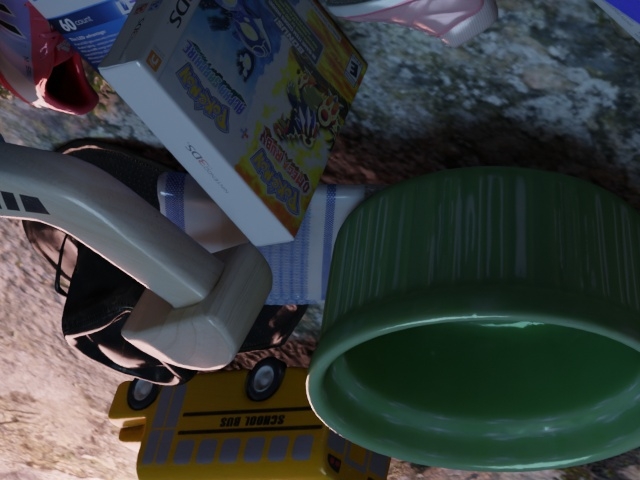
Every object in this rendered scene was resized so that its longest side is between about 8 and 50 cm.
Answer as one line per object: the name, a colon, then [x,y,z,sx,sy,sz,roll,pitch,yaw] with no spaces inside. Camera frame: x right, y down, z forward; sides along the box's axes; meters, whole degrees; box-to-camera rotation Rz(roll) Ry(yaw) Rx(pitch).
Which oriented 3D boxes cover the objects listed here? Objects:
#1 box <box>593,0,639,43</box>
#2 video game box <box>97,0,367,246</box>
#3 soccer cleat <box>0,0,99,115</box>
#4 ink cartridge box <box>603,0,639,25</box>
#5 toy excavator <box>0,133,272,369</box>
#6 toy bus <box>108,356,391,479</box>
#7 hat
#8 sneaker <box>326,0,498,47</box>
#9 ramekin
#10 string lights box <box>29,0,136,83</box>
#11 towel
box: [0.248,-0.166,1.312,0.324,0.063,0.067,38,144,-21]
video game box: [-0.060,-0.130,1.451,0.048,0.187,0.205,-7,137,40]
soccer cleat: [-0.243,-0.192,1.575,0.095,0.083,0.248,26,155,19]
ink cartridge box: [0.272,-0.191,1.208,0.206,0.045,0.208,30,128,-15]
toy excavator: [-0.301,-0.067,1.525,0.445,0.222,0.433,9,146,33]
toy bus: [-0.080,0.204,1.985,0.332,0.130,0.108,-9,149,41]
hat: [-0.173,0.055,1.850,0.331,0.134,0.331,18,148,12]
sneaker: [0.072,-0.171,1.431,0.134,0.051,0.070,-8,131,34]
ramekin: [0.143,0.065,1.575,0.303,0.148,0.303,3,151,2]
string lights box: [-0.110,-0.157,1.548,0.133,0.077,0.260,-9,135,41]
towel: [0.000,0.000,1.659,0.285,0.034,0.209,2,152,1]
